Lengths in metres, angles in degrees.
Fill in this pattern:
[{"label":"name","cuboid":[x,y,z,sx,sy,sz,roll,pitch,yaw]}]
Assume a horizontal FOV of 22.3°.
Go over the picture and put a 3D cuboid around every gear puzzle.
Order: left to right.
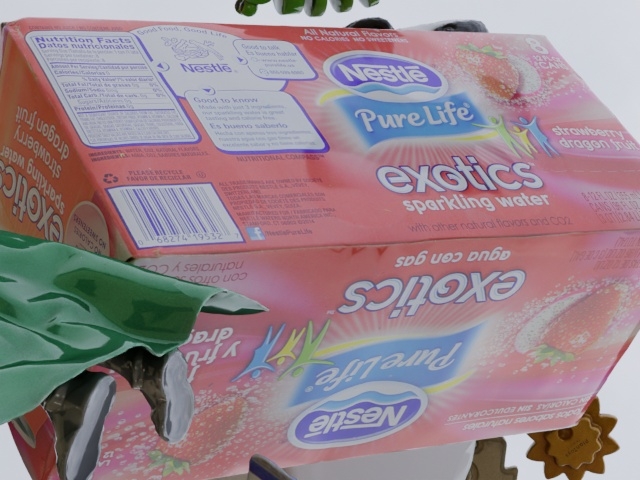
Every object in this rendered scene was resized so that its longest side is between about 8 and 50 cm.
[{"label":"gear puzzle","cuboid":[0.097,0.175,1.429,0.044,0.339,0.175,-93,-171,-79]}]

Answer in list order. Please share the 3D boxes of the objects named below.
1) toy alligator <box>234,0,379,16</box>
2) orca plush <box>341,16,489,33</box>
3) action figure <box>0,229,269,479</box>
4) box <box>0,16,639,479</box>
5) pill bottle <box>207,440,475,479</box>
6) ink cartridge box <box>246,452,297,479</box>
[{"label":"toy alligator","cuboid":[-0.021,-0.129,0.780,0.056,0.190,0.051,-146,-136,-70]},{"label":"orca plush","cuboid":[0.041,-0.134,1.628,0.102,0.287,0.151,-100,179,-55]},{"label":"action figure","cuboid":[-0.151,0.017,0.563,0.232,0.137,0.063,20,-71,30]},{"label":"box","cuboid":[0.000,0.000,0.737,0.154,0.300,0.142,57,-44,36]},{"label":"pill bottle","cuboid":[-0.022,0.124,1.055,0.169,0.169,0.301,68,-23,-1]},{"label":"ink cartridge box","cuboid":[0.080,0.254,0.508,0.304,0.072,0.307,32,-57,34]}]
